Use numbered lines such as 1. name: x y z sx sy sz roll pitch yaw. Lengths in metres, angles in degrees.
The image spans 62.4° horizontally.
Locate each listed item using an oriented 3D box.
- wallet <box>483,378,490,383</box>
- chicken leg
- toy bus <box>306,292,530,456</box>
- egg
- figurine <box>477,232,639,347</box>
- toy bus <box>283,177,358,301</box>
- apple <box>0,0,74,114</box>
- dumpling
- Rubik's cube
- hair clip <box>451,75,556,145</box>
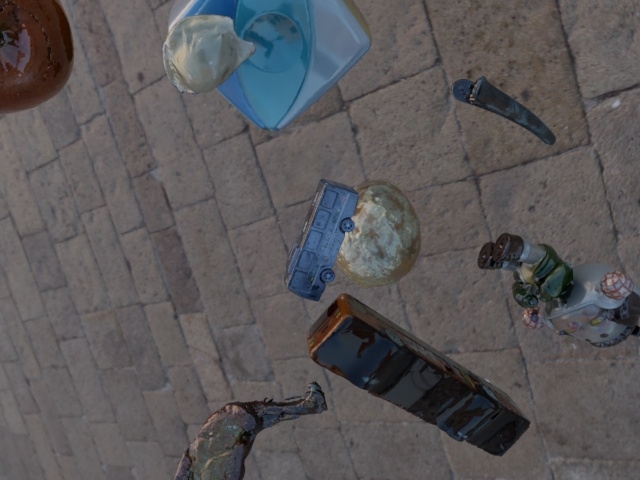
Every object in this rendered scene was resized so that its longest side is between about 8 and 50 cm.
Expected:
1. wallet: 0.263 0.281 0.997 0.061 0.122 0.025 -9 86 51
2. chicken leg: -0.103 0.265 0.703 0.253 0.051 0.106 -43 63 -1
3. toy bus: 0.152 0.206 0.769 0.408 0.092 0.093 34 103 -27
4. egg: 0.122 -0.015 1.164 0.203 0.203 0.245 -6 77 34
5. figurine: 0.510 0.101 1.105 0.370 0.167 0.281 27 150 -8
6. toy bus: 0.000 0.000 0.726 0.065 0.047 0.166 17 105 -17
7. apple: -0.414 -0.256 0.637 0.173 0.235 0.210 32 104 36
8. dumpling: -0.223 -0.358 1.006 0.199 0.118 0.136 -17 120 19
9. Rubik's cube: -0.117 -0.519 1.240 0.351 0.352 0.347 -35 124 22
10. hair clip: 0.326 -0.209 0.890 0.039 0.229 0.070 -67 24 1
